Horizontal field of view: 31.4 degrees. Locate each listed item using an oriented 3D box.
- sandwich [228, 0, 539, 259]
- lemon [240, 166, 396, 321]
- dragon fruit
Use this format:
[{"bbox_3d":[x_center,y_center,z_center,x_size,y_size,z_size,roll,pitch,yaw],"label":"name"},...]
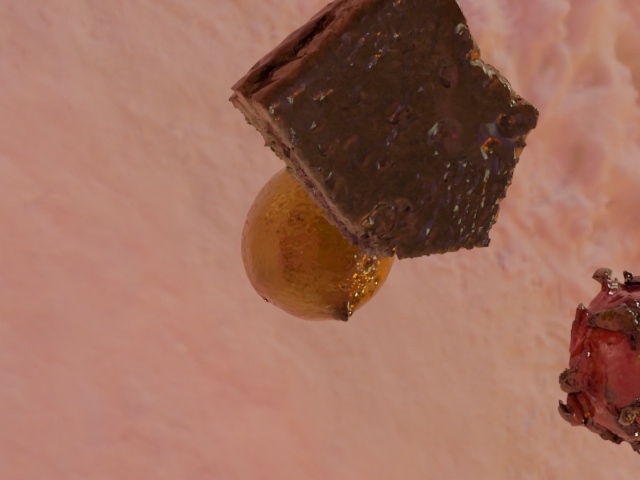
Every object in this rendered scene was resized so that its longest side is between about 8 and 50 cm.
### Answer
[{"bbox_3d":[0.092,-0.126,1.280,0.262,0.131,0.325,-42,112,-4],"label":"sandwich"},{"bbox_3d":[0.003,-0.007,1.668,0.228,0.228,0.253,42,56,-31],"label":"lemon"},{"bbox_3d":[0.368,0.139,1.323,0.282,0.147,0.211,-15,113,-46],"label":"dragon fruit"}]
